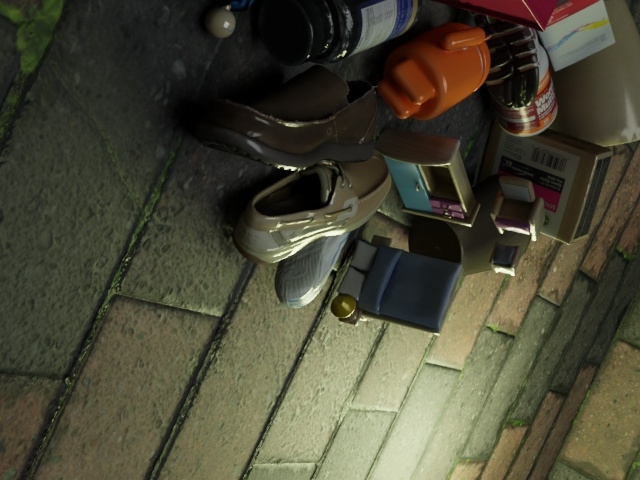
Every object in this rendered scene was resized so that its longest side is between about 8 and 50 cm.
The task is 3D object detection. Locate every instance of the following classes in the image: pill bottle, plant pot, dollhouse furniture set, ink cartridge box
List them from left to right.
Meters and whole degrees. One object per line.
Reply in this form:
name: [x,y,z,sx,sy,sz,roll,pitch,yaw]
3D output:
pill bottle: [0.026,-0.305,1.162,0.219,0.122,0.123,-30,135,-40]
dollhouse furniture set: [0.175,0.010,1.439,0.304,0.286,0.198,-64,149,-21]
pill bottle: [0.373,-0.303,1.655,0.121,0.121,0.221,-55,147,-13]
ink cartridge box: [0.444,-0.125,1.774,0.088,0.234,0.193,-18,125,-48]
ink cartridge box: [0.450,-0.428,1.622,0.127,0.128,0.176,-25,146,16]
plant pot: [0.562,-0.357,1.805,0.256,0.256,0.274,-29,116,-42]

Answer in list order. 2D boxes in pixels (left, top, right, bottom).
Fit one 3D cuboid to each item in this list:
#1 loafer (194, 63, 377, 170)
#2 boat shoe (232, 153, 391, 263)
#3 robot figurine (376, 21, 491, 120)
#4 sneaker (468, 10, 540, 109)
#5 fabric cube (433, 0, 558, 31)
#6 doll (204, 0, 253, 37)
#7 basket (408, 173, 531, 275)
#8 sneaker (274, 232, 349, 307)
loafer: [-0.036,-0.175,1.177,0.366,0.133,0.130,-16,121,-61]
boat shoe: [0.003,-0.069,1.293,0.302,0.109,0.098,-28,152,-36]
robot figurine: [0.189,-0.274,1.407,0.219,0.128,0.158,-35,137,-37]
sneaker: [0.331,-0.377,1.503,0.162,0.106,0.282,-41,117,-47]
fabric cube: [0.220,-0.479,1.190,0.254,0.259,0.258,28,89,-59]
doll: [-0.093,-0.332,1.044,0.129,0.046,0.189,-3,121,-64]
basket: [0.289,-0.010,1.721,0.226,0.154,0.205,-20,126,-43]
sneaker: [0.000,0.000,1.389,0.237,0.085,0.086,-58,173,-16]
